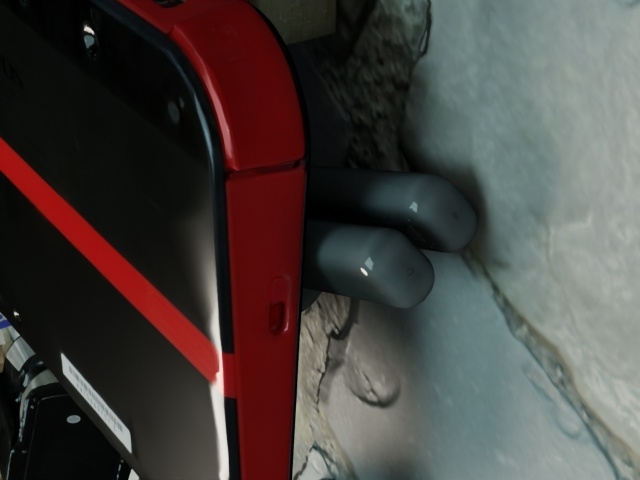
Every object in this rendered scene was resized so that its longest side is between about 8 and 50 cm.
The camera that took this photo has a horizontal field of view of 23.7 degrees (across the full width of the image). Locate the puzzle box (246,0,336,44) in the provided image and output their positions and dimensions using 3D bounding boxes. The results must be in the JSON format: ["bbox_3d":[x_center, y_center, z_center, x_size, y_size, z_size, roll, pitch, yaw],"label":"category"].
[{"bbox_3d":[-0.112,-0.311,0.892,0.409,0.052,0.272,42,140,47],"label":"puzzle box"}]

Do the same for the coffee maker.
[{"bbox_3d":[-0.237,0.176,1.316,0.120,0.171,0.178,34,180,-21],"label":"coffee maker"}]

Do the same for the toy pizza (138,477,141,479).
[{"bbox_3d":[-0.094,0.269,1.240,0.201,0.032,0.201,40,139,47],"label":"toy pizza"}]

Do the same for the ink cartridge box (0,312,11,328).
[{"bbox_3d":[-0.404,0.061,1.523,0.046,0.207,0.097,38,138,50],"label":"ink cartridge box"}]

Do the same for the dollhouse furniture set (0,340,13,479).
[{"bbox_3d":[-0.336,0.298,1.575,0.355,0.174,0.303,54,149,35],"label":"dollhouse furniture set"}]

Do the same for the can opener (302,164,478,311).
[{"bbox_3d":[0.000,0.000,0.864,0.093,0.074,0.280,43,164,-19],"label":"can opener"}]

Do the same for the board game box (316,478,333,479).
[{"bbox_3d":[-0.047,0.228,0.978,0.026,0.154,0.103,-20,87,65],"label":"board game box"}]

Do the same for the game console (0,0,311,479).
[{"bbox_3d":[-0.124,-0.022,0.925,0.386,0.060,0.342,39,138,47],"label":"game console"}]
